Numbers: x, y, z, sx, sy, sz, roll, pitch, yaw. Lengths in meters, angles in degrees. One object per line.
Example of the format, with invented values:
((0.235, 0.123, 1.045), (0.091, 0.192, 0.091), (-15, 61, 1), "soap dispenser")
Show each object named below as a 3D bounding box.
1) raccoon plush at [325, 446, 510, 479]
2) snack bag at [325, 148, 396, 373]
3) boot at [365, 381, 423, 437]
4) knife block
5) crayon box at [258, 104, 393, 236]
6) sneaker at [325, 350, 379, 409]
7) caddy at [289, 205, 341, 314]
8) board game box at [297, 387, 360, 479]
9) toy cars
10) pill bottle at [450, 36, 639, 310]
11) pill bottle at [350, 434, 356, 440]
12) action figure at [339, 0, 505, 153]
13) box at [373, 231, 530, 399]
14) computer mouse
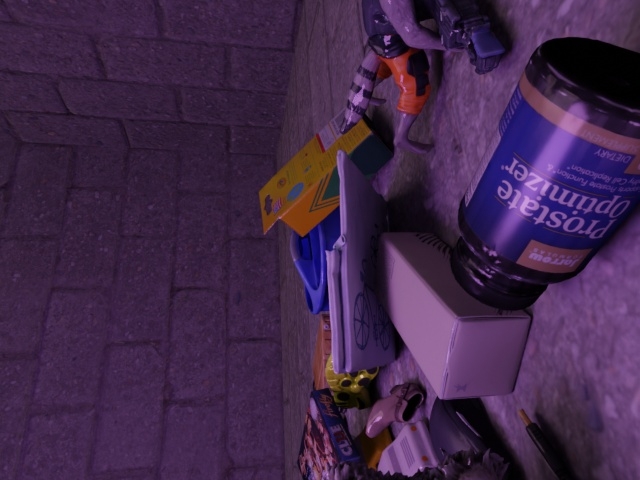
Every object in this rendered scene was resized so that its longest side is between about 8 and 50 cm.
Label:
((0.085, 0.350, 0.534), (0.446, 0.215, 0.300), (145, 114, -76), "raccoon plush")
((0.076, 0.047, 0.805), (0.323, 0.037, 0.343), (28, -122, -67), "snack bag")
((0.126, 0.292, 0.793), (0.119, 0.042, 0.087), (-56, 9, -12), "boot")
((0.026, 0.345, 1.294), (0.242, 0.088, 0.276), (139, 131, -74), "knife block")
((-0.002, -0.148, 1.053), (0.318, 0.081, 0.202), (-40, 32, 18), "crayon box")
((0.063, 0.265, 1.007), (0.296, 0.109, 0.124), (90, 179, -51), "sneaker")
((0.013, 0.019, 1.164), (0.241, 0.179, 0.342), (102, 164, -47), "caddy")
((0.010, 0.451, 0.961), (0.165, 0.042, 0.244), (-125, 37, -51), "board game box")
((0.110, 0.424, 0.867), (0.394, 0.087, 0.177), (121, 148, -68), "toy cars")
((0.193, -0.042, 0.398), (0.219, 0.122, 0.123), (102, 165, -44), "pill bottle")
((0.041, 0.581, 1.113), (0.121, 0.121, 0.221), (-119, 32, -68), "pill bottle")
((0.120, -0.289, 0.677), (0.342, 0.178, 0.330), (-98, 5, -47), "action figure")
((0.157, 0.083, 0.638), (0.275, 0.094, 0.113), (-116, 28, -66), "box")
((0.189, 0.246, 0.548), (0.262, 0.060, 0.184), (-107, 20, -56), "computer mouse")
